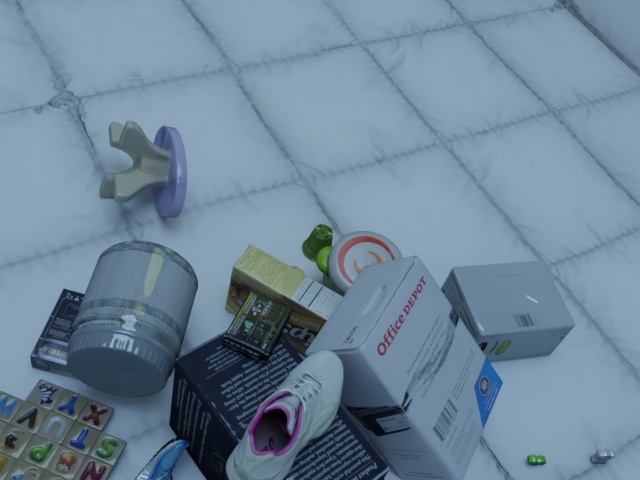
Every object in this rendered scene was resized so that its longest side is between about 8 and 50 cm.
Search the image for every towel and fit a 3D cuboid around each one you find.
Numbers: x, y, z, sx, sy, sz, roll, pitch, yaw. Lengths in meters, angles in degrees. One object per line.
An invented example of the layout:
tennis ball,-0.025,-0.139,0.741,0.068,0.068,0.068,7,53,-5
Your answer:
towel,-0.589,0.447,1.442,0.285,0.034,0.209,-19,57,-29

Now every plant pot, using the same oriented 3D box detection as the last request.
plant pot,0.000,0.000,1.924,0.083,0.079,0.083,8,50,-10

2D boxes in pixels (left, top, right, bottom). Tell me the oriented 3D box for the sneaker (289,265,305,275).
sneaker,-0.089,0.092,1.836,0.208,0.081,0.094,39,46,8

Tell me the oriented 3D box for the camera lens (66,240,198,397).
camera lens,-0.383,0.155,1.533,0.220,0.219,0.274,13,50,-5

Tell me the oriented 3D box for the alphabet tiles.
alphabet tiles,-0.558,0.433,1.433,0.285,0.011,0.342,21,47,3

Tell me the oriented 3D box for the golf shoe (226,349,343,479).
golf shoe,-0.040,0.289,1.264,0.115,0.140,0.306,29,49,11

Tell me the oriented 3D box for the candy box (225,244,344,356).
candy box,-0.060,0.162,1.712,0.317,0.182,0.087,29,52,9

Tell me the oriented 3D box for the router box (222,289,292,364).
router box,-0.119,0.163,1.408,0.092,0.038,0.122,24,49,5

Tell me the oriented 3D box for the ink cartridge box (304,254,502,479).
ink cartridge box,0.189,0.272,1.573,0.394,0.166,0.285,55,48,-21

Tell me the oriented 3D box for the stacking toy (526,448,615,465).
stacking toy,0.581,0.555,1.656,0.221,0.052,0.166,3,52,-12

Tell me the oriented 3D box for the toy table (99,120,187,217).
toy table,-0.444,-0.187,1.865,0.161,0.252,0.274,7,37,-30

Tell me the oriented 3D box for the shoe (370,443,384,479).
shoe,0.107,0.512,1.544,0.064,0.081,0.178,-7,55,-20

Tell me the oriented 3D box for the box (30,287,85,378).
box,-0.488,0.220,1.633,0.231,0.056,0.183,15,51,-3

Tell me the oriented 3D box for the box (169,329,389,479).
box,-0.099,0.396,1.443,0.212,0.293,0.395,-27,63,-30

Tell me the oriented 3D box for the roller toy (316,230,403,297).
roller toy,0.106,0.089,1.839,0.191,0.146,0.209,-28,69,-21

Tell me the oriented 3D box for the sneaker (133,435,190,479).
sneaker,-0.310,0.459,1.471,0.073,0.063,0.162,40,86,0

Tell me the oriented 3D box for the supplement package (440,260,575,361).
supplement package,0.457,0.179,1.861,0.262,0.145,0.204,-4,53,-17
